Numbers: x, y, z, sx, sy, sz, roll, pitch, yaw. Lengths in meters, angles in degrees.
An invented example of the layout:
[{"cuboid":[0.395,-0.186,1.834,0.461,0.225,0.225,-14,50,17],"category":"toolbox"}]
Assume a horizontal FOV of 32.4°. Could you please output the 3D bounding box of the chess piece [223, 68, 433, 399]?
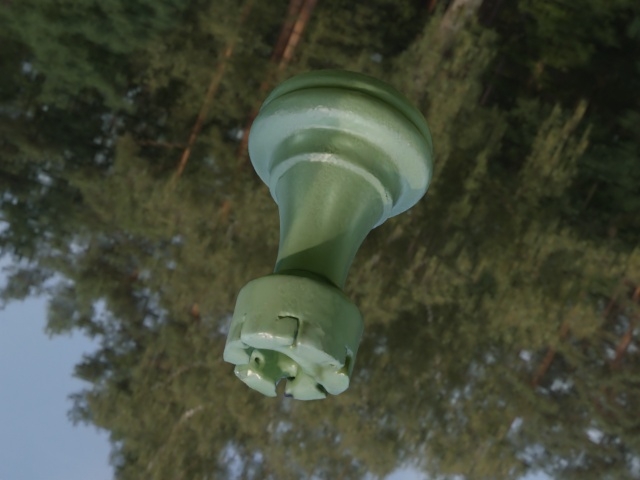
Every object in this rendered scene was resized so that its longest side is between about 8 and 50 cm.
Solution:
[{"cuboid":[0.000,0.000,0.373,0.067,0.067,0.103,20,-124,-10],"category":"chess piece"}]
